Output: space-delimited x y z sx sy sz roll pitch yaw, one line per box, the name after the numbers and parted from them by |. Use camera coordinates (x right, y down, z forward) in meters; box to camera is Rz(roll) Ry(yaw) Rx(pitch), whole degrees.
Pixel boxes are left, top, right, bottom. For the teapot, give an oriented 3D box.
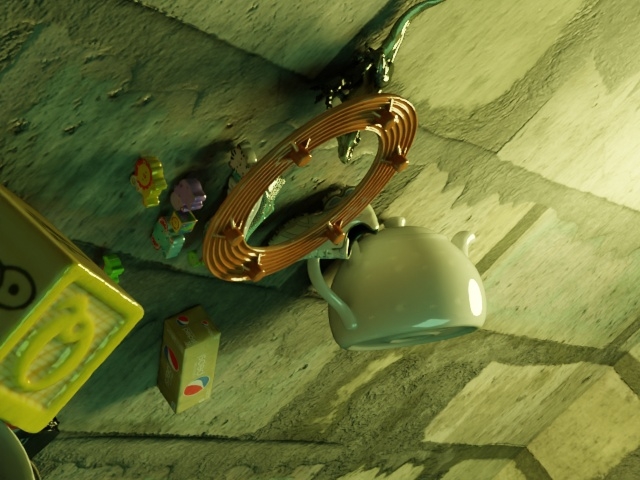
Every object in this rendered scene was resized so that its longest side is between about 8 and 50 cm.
0.117 0.056 2.347 0.252 0.187 0.256 -10 171 3 | teapot

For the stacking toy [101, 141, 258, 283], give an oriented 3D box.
-0.181 -0.030 1.972 0.167 0.052 0.221 -12 146 -39 | stacking toy

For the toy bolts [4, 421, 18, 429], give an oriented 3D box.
-0.415 0.215 1.899 0.228 0.218 0.158 -35 169 -23 | toy bolts

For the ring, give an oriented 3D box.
-0.005 -0.058 2.024 0.336 0.032 0.336 -34 158 -16 | ring

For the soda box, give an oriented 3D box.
-0.190 0.172 2.275 0.061 0.058 0.181 -24 152 -25 | soda box

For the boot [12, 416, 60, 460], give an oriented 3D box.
-0.469 0.259 2.031 0.207 0.094 0.246 -50 139 0 | boot

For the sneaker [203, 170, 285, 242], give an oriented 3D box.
-0.094 -0.032 2.062 0.076 0.065 0.166 -17 149 -44 | sneaker

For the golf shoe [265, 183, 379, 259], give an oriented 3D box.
0.000 0.000 2.205 0.176 0.086 0.069 -35 156 -1 | golf shoe

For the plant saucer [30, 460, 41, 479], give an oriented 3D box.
-0.466 0.391 2.221 0.198 0.036 0.198 -25 121 -53 | plant saucer

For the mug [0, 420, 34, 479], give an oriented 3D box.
-0.423 0.359 1.749 0.374 0.276 0.328 7 142 -14 | mug

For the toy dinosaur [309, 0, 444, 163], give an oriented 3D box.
0.061 -0.208 1.973 0.118 0.064 0.268 -18 148 -54 | toy dinosaur

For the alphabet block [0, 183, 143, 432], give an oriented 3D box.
-0.345 0.063 1.707 0.192 0.197 0.193 -49 155 -1 | alphabet block
